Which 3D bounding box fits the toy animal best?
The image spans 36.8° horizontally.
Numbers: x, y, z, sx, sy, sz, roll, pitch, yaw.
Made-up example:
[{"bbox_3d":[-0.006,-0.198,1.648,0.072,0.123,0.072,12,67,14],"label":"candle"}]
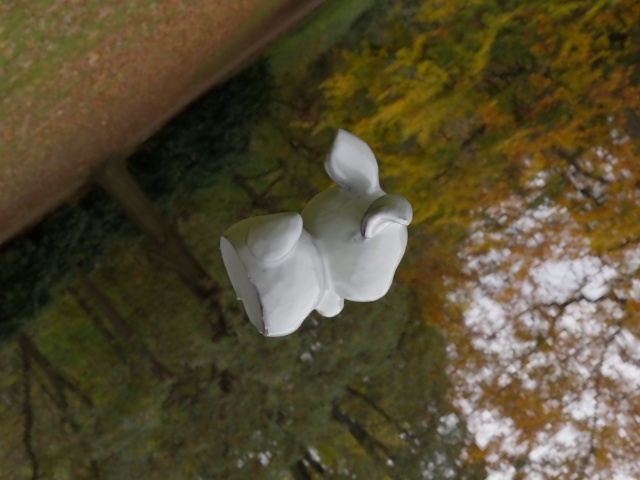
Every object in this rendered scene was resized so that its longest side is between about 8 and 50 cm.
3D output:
[{"bbox_3d":[-0.004,0.001,0.969,0.193,0.127,0.179,-28,151,-7],"label":"toy animal"}]
